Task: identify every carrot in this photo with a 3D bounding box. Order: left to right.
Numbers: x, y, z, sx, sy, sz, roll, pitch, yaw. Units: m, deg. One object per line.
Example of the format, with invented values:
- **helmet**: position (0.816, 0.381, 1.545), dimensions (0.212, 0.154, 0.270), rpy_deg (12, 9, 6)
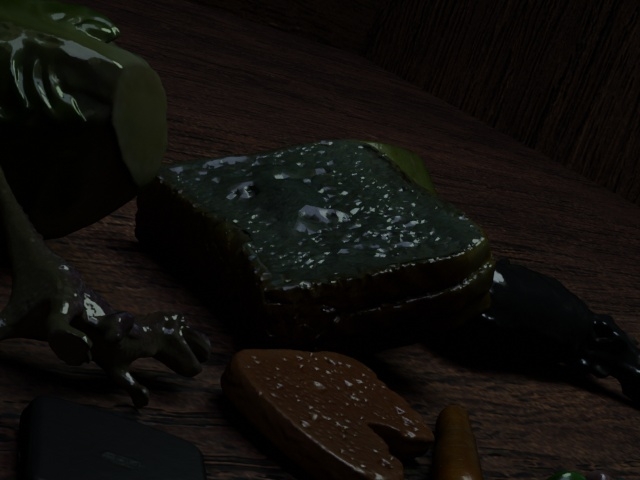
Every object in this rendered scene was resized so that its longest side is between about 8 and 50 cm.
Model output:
- **carrot**: position (0.111, 0.177, 1.156), dimensions (0.043, 0.043, 0.248), rpy_deg (23, 11, 0)

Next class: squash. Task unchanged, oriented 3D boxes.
- **squash**: position (0.084, -0.063, 2.117), dimensions (0.236, 0.155, 0.204), rpy_deg (13, -20, -32)

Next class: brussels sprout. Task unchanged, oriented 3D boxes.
- **brussels sprout**: position (-0.262, -0.104, 1.233), dimensions (0.244, 0.244, 0.244), rpy_deg (22, 13, -5)

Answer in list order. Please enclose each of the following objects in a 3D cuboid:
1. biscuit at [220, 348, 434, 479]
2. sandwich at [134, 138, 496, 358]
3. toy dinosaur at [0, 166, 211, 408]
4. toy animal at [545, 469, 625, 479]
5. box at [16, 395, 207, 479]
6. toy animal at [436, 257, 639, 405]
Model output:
- **biscuit**: position (0.019, 0.148, 1.122), dimensions (0.186, 0.036, 0.192), rpy_deg (36, 17, 35)
- **sandwich**: position (0.000, 0.000, 1.364), dimensions (0.271, 0.099, 0.301), rpy_deg (-15, 32, -26)
- **toy dinosaur**: position (-0.200, 0.035, 1.044), dimensions (0.251, 0.072, 0.200), rpy_deg (32, 24, 3)
- **toy animal**: position (0.239, 0.232, 1.022), dimensions (0.100, 0.103, 0.208), rpy_deg (-29, 39, -15)
- **box**: position (-0.130, 0.150, 0.890), dimensions (0.126, 0.027, 0.125), rpy_deg (21, 16, -16)
- **toy animal**: position (0.247, 0.091, 1.593), dimensions (0.343, 0.106, 0.168), rpy_deg (20, 12, -30)
